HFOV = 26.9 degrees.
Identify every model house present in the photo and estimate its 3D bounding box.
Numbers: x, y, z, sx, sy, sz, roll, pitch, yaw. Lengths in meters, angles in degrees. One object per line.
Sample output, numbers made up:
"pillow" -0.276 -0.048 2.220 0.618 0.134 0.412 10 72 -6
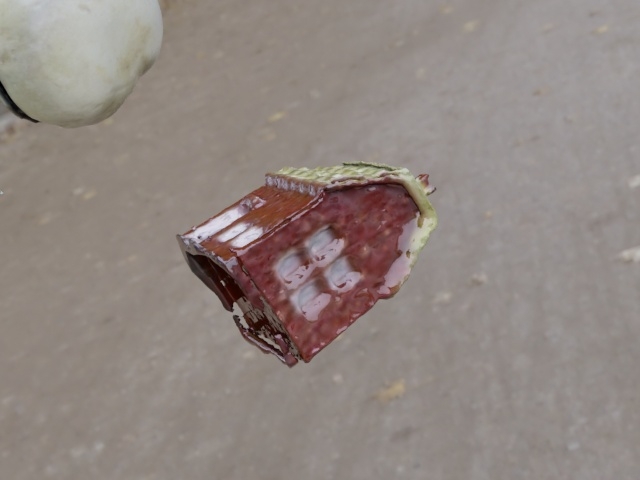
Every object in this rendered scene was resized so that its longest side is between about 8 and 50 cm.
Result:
"model house" 0.000 0.000 1.470 0.254 0.160 0.196 -33 16 -14

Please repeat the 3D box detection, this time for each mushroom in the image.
"mushroom" -0.197 -0.159 1.045 0.122 0.154 0.154 1 29 39

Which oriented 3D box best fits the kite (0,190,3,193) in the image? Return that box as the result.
"kite" -0.523 -0.089 1.749 0.008 0.125 0.222 -35 -4 35
